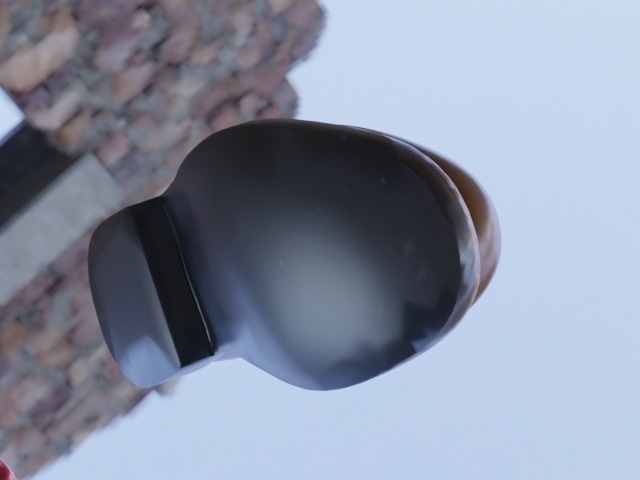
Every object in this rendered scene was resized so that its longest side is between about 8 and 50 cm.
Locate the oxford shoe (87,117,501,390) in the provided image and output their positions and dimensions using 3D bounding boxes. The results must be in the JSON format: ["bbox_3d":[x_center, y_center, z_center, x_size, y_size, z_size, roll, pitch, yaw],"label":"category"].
[{"bbox_3d":[0.000,0.000,0.543,0.076,0.076,0.212,-15,-178,-26],"label":"oxford shoe"}]

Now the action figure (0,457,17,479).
[{"bbox_3d":[-0.283,0.109,1.143,0.091,0.139,0.280,-40,-139,-16],"label":"action figure"}]
